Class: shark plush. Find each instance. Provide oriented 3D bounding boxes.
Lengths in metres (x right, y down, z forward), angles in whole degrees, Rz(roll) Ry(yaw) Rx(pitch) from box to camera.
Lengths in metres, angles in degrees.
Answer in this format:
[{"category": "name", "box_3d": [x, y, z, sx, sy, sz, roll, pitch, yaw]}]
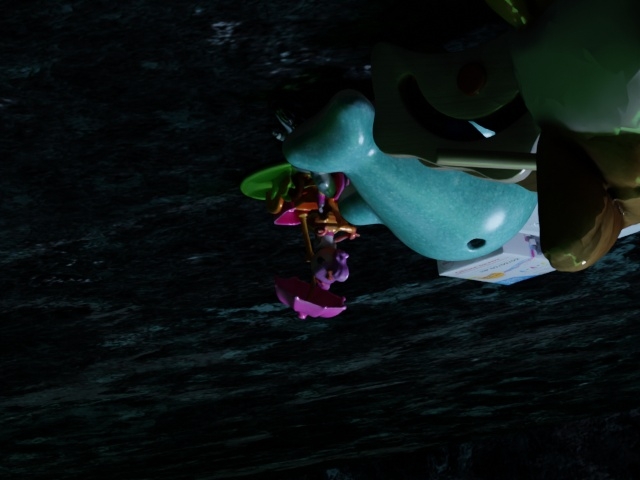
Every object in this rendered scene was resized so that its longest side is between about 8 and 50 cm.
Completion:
[{"category": "shark plush", "box_3d": [-0.022, -0.091, 1.760, 0.067, 0.073, 0.161, 19, 180, 22]}]

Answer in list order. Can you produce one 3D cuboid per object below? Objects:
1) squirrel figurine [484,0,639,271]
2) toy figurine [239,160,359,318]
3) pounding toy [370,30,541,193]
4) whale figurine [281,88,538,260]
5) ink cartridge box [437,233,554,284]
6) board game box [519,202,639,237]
[{"category": "squirrel figurine", "box_3d": [0.343, -0.172, 1.284, 0.370, 0.281, 0.397, -17, 179, 33]}, {"category": "toy figurine", "box_3d": [0.000, 0.000, 1.897, 0.130, 0.159, 0.173, 2, 161, -34]}, {"category": "pounding toy", "box_3d": [0.145, -0.128, 1.503, 0.269, 0.154, 0.155, 15, -179, 39]}, {"category": "whale figurine", "box_3d": [0.096, -0.062, 1.721, 0.272, 0.141, 0.216, 13, 141, -43]}, {"category": "ink cartridge box", "box_3d": [0.212, 0.007, 2.219, 0.104, 0.062, 0.181, -21, 160, 39]}, {"category": "board game box", "box_3d": [0.341, -0.089, 1.954, 0.390, 0.050, 0.390, -21, 160, 40]}]
